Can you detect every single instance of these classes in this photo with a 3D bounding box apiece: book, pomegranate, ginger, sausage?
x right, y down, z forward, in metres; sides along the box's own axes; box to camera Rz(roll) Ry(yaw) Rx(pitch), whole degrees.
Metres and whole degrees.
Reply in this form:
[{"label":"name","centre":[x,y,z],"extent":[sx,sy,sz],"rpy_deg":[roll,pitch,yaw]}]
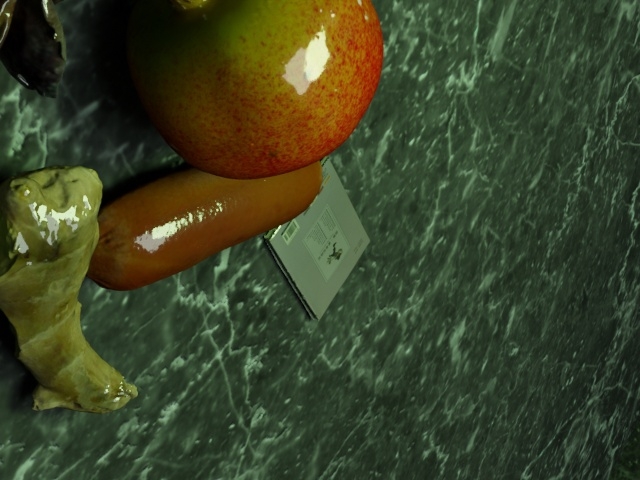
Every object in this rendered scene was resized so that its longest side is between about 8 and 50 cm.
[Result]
[{"label":"book","centre":[0.000,0.000,1.388],"extent":[0.127,0.014,0.181],"rpy_deg":[-56,147,-19]},{"label":"pomegranate","centre":[-0.063,-0.170,1.004],"extent":[0.221,0.221,0.257],"rpy_deg":[-60,141,-13]},{"label":"ginger","centre":[-0.220,0.050,1.011],"extent":[0.131,0.086,0.294],"rpy_deg":[-43,145,-28]},{"label":"sausage","centre":[-0.104,-0.033,1.139],"extent":[0.300,0.083,0.089],"rpy_deg":[-29,145,-45]}]

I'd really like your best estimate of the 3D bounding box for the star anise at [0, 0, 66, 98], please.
[{"label":"star anise","centre":[-0.221,-0.206,0.820],"extent":[0.212,0.129,0.282],"rpy_deg":[1,116,-51]}]
